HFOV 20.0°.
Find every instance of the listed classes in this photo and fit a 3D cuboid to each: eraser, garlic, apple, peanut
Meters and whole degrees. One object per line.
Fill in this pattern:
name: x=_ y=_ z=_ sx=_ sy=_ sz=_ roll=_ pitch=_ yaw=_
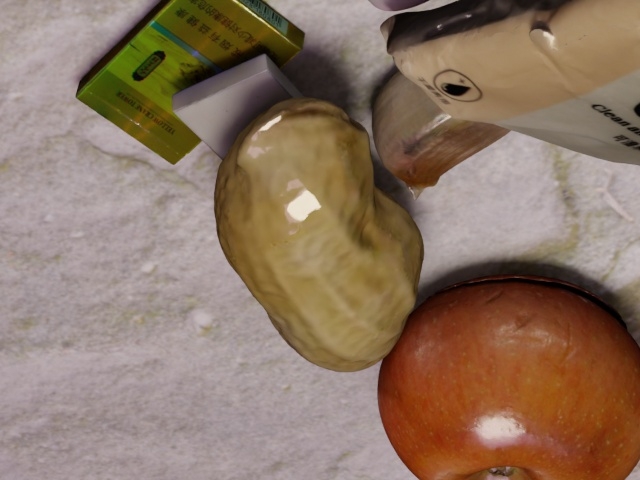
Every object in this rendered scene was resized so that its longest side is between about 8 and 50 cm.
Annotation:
eraser: x=-0.058 y=-0.108 z=1.695 sx=0.103 sy=0.023 sz=0.150 roll=-22 pitch=142 yaw=19
garlic: x=0.135 y=-0.122 z=1.662 sx=0.198 sy=0.090 sz=0.128 roll=-33 pitch=136 yaw=24
apple: x=0.193 y=0.165 z=1.818 sx=0.271 sy=0.206 sz=0.251 roll=22 pitch=133 yaw=-14
peanut: x=-0.006 y=0.002 z=1.704 sx=0.174 sy=0.158 sz=0.340 roll=2 pitch=149 yaw=31

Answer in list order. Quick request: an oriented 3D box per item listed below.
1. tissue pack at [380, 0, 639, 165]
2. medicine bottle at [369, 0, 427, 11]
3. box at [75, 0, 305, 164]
tissue pack: x=0.298 y=-0.164 z=1.422 sx=0.375 sy=0.195 sz=0.390 roll=11 pitch=165 yaw=-42
medicine bottle: x=0.023 y=-0.321 z=1.441 sx=0.152 sy=0.152 sz=0.254 roll=-27 pitch=123 yaw=27
box: x=-0.122 y=-0.161 z=1.681 sx=0.121 sy=0.030 sz=0.193 roll=36 pitch=127 yaw=-23
